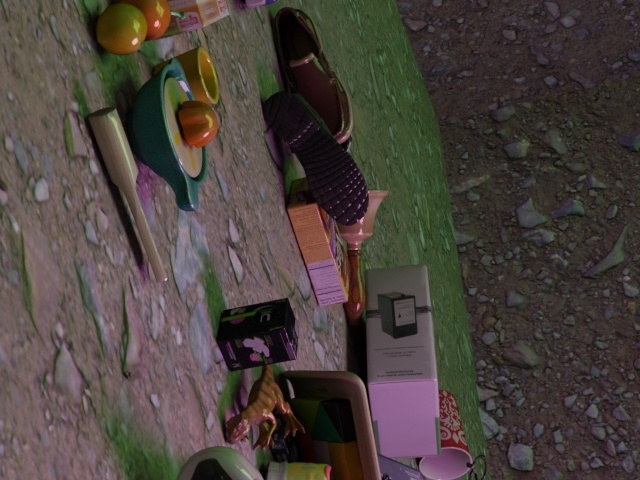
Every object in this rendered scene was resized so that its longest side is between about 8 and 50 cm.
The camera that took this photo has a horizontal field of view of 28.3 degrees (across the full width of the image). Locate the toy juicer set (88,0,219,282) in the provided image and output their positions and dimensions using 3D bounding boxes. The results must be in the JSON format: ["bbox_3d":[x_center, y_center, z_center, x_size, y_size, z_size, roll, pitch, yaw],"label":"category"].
[{"bbox_3d":[-0.165,-0.145,1.335,0.329,0.090,0.209,-90,163,-45],"label":"toy juicer set"}]

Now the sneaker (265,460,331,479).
[{"bbox_3d":[0.000,0.355,1.586,0.081,0.094,0.208,-90,164,-52],"label":"sneaker"}]

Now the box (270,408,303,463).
[{"bbox_3d":[-0.044,0.269,1.649,0.067,0.018,0.083,-84,158,-58],"label":"box"}]

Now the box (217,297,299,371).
[{"bbox_3d":[-0.073,0.112,1.514,0.062,0.083,0.052,-86,161,-55],"label":"box"}]

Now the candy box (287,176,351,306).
[{"bbox_3d":[0.000,0.000,2.053,0.109,0.053,0.186,-82,158,-61],"label":"candy box"}]

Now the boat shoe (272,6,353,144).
[{"bbox_3d":[-0.024,-0.279,2.139,0.257,0.095,0.095,67,12,22],"label":"boat shoe"}]

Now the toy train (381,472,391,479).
[{"bbox_3d":[0.058,0.367,1.865,0.158,0.027,0.036,5,64,-51],"label":"toy train"}]

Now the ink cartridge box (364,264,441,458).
[{"bbox_3d":[0.148,0.215,2.287,0.289,0.122,0.211,-89,173,-48],"label":"ink cartridge box"}]

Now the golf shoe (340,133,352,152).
[{"bbox_3d":[0.028,-0.191,2.323,0.094,0.077,0.198,65,18,-47],"label":"golf shoe"}]

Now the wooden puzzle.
[{"bbox_3d":[0.018,0.285,1.655,0.221,0.044,0.238,-13,-88,66],"label":"wooden puzzle"}]

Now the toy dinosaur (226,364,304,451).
[{"bbox_3d":[-0.065,0.185,1.531,0.211,0.064,0.112,-79,153,-63],"label":"toy dinosaur"}]

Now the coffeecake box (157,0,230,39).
[{"bbox_3d":[-0.178,-0.347,1.531,0.142,0.068,0.185,-62,138,-72],"label":"coffeecake box"}]

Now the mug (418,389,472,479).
[{"bbox_3d":[0.252,0.397,2.693,0.169,0.113,0.150,-94,168,-48],"label":"mug"}]

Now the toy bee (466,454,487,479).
[{"bbox_3d":[0.148,0.488,2.090,0.298,0.162,0.195,-46,136,-46],"label":"toy bee"}]

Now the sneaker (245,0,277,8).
[{"bbox_3d":[-0.034,-0.463,2.046,0.315,0.182,0.127,-60,135,-73],"label":"sneaker"}]

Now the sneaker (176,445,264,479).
[{"bbox_3d":[-0.087,0.280,1.267,0.292,0.110,0.118,77,1,-49],"label":"sneaker"}]

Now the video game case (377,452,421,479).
[{"bbox_3d":[0.093,0.446,1.897,0.196,0.026,0.274,29,43,-38],"label":"video game case"}]

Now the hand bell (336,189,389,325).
[{"bbox_3d":[0.061,0.030,2.251,0.126,0.126,0.242,-16,106,-78],"label":"hand bell"}]

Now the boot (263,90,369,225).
[{"bbox_3d":[0.010,-0.140,2.025,0.246,0.083,0.161,56,12,3],"label":"boot"}]
